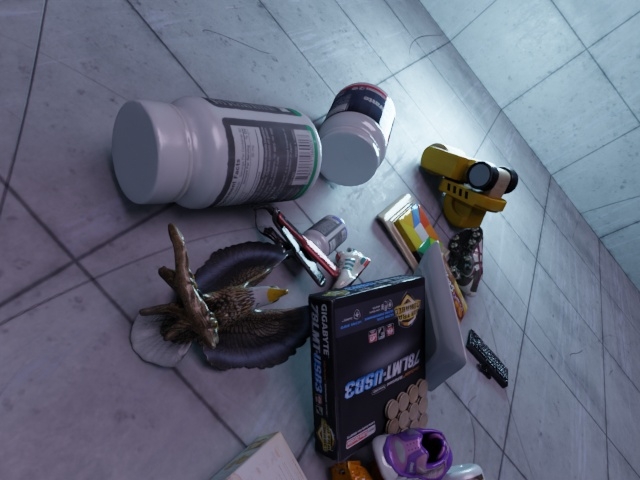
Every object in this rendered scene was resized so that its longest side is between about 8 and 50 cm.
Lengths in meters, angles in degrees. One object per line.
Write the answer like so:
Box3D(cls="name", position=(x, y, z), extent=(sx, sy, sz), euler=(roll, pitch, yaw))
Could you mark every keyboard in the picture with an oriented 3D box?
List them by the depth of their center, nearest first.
Box3D(cls="keyboard", position=(0.490, 0.352, 1.296), extent=(0.180, 0.023, 0.108), euler=(47, 41, -8))

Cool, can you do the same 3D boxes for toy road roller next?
Box3D(cls="toy road roller", position=(0.497, -0.185, 1.568), extent=(0.202, 0.240, 0.329), euler=(1, 26, -43))

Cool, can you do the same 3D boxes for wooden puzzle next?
Box3D(cls="wooden puzzle", position=(0.291, -0.020, 1.337), extent=(0.239, 0.044, 0.221), euler=(54, 41, -1))

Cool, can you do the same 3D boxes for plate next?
Box3D(cls="plate", position=(0.245, 0.185, 1.028), extent=(0.045, 0.278, 0.277), euler=(-3, 60, -5))

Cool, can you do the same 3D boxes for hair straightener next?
Box3D(cls="hair straightener", position=(-0.069, 0.015, 0.935), extent=(0.230, 0.089, 0.047), euler=(44, 26, -8))

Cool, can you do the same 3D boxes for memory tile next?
Box3D(cls="memory tile", position=(0.177, 0.355, 0.903), extent=(0.148, 0.012, 0.113), euler=(-11, 102, -45))

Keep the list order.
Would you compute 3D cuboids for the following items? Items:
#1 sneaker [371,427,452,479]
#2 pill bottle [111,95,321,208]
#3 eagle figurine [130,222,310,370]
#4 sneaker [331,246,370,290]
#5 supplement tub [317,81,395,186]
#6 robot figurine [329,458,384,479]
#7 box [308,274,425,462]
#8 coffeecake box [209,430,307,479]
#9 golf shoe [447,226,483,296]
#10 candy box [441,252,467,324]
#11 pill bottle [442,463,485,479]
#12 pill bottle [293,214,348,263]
Box3D(cls="sneaker", position=(0.201, 0.397, 0.829), extent=(0.236, 0.104, 0.095), euler=(28, 32, -45))
Box3D(cls="pill bottle", position=(-0.186, -0.167, 0.857), extent=(0.361, 0.204, 0.204), euler=(-10, 71, -47))
Box3D(cls="eagle figurine", position=(-0.143, 0.110, 0.764), extent=(0.298, 0.225, 0.226), euler=(15, 94, -73))
Box3D(cls="sneaker", position=(0.055, 0.069, 1.055), extent=(0.075, 0.057, 0.161), euler=(40, 41, 8))
Box3D(cls="supplement tub", position=(0.097, -0.296, 1.224), extent=(0.191, 0.191, 0.272), euler=(38, 43, -19))
Box3D(cls="robot figurine", position=(0.106, 0.534, 0.758), extent=(0.211, 0.085, 0.291), euler=(16, 53, -36))
Box3D(cls="box", position=(0.105, 0.231, 0.881), extent=(0.295, 0.073, 0.293), euler=(-5, 94, -45))
Box3D(cls="coffeecake box", position=(-0.104, 0.404, 0.657), extent=(0.185, 0.068, 0.142), euler=(-25, 82, -49))
Box3D(cls="golf shoe", position=(0.479, 0.062, 1.441), extent=(0.120, 0.105, 0.273), euler=(58, 42, -24))
Box3D(cls="candy box", position=(0.344, 0.142, 1.246), extent=(0.109, 0.053, 0.187), euler=(-39, 107, -50))
Box3D(cls="pill bottle", position=(0.301, 0.576, 0.890), extent=(0.117, 0.117, 0.215), euler=(7, 60, -41))
Box3D(cls="pill bottle", position=(0.000, 0.000, 1.020), extent=(0.078, 0.078, 0.137), euler=(53, 40, -2))
